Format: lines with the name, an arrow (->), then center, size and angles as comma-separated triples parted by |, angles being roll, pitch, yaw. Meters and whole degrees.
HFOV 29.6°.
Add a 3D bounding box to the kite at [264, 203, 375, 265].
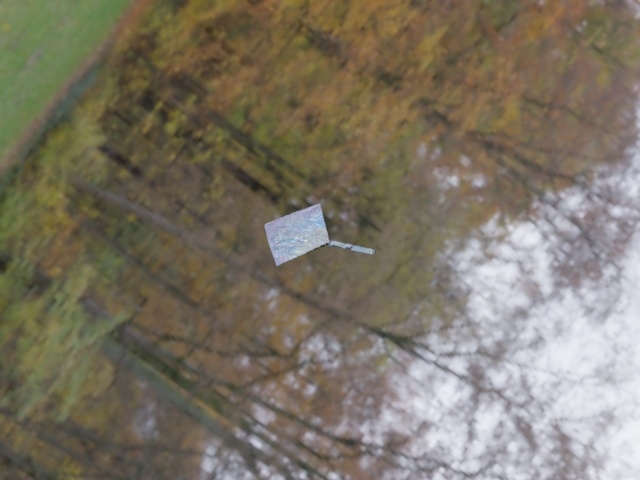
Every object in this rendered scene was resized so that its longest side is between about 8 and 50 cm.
kite -> 0.002, -0.005, 0.717 | 0.002, 0.078, 0.044 | -121, -147, -44
